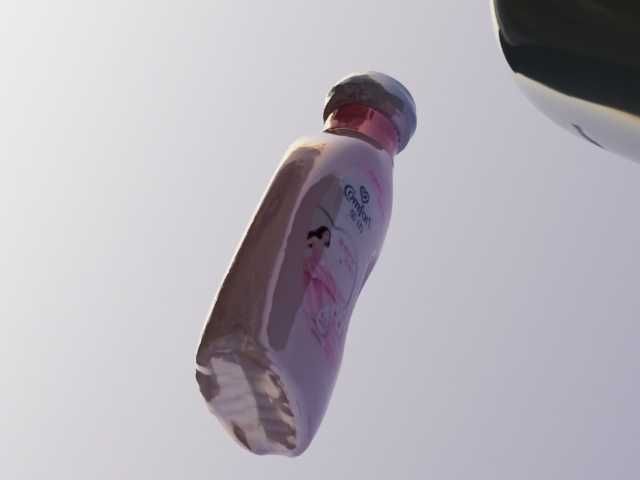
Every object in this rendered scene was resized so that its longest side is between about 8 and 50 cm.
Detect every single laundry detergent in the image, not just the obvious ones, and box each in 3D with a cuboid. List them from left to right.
[{"bbox_3d":[0.000,0.000,1.194,0.087,0.159,0.335,4,-135,20],"label":"laundry detergent"}]

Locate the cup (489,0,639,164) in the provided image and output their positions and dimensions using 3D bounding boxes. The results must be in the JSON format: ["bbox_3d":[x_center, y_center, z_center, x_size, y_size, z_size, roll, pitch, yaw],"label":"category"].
[{"bbox_3d":[0.317,-0.173,1.097,0.274,0.356,0.260,29,-62,53],"label":"cup"}]
